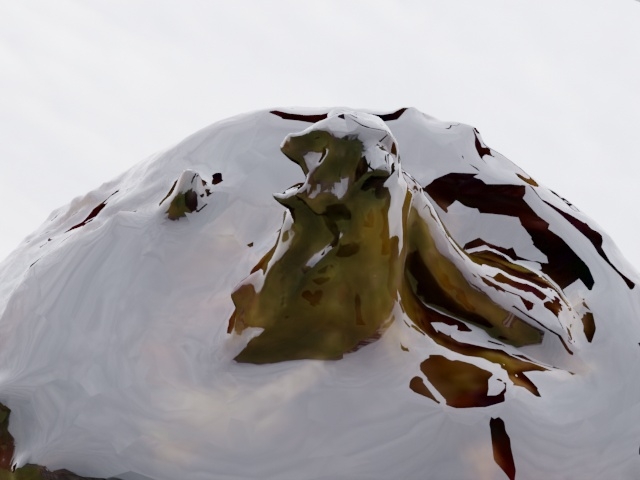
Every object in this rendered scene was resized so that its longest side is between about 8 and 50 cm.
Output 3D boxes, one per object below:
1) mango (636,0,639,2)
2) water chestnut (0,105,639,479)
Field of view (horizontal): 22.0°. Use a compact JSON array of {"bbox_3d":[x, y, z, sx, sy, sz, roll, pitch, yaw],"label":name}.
[{"bbox_3d":[0.204,-0.189,0.998,0.079,0.057,0.114,-10,-32,5],"label":"mango"},{"bbox_3d":[-0.006,0.072,0.700,0.350,0.350,0.302,16,-41,5],"label":"water chestnut"}]
